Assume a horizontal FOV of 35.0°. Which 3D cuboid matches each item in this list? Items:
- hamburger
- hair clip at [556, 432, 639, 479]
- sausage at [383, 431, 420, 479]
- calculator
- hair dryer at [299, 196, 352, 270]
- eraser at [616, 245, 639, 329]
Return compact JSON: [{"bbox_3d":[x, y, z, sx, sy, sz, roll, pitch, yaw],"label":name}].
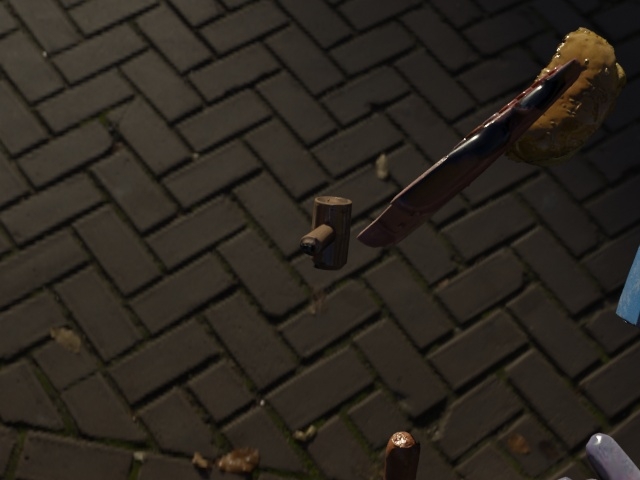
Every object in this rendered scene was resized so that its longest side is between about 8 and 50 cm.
[{"bbox_3d":[0.409,-0.223,1.674,0.131,0.124,0.262,32,83,43],"label":"hamburger"},{"bbox_3d":[0.250,0.235,0.689,0.137,0.090,0.278,-37,37,-13],"label":"hair clip"},{"bbox_3d":[0.093,0.311,1.229,0.040,0.177,0.047,6,24,4],"label":"sausage"},{"bbox_3d":[0.192,-0.108,1.227,0.329,0.220,0.048,-40,86,-19],"label":"calculator"},{"bbox_3d":[0.000,0.000,1.592,0.064,0.117,0.181,9,14,15],"label":"hair dryer"},{"bbox_3d":[0.562,0.087,1.657,0.042,0.312,0.144,17,95,0],"label":"eraser"}]
